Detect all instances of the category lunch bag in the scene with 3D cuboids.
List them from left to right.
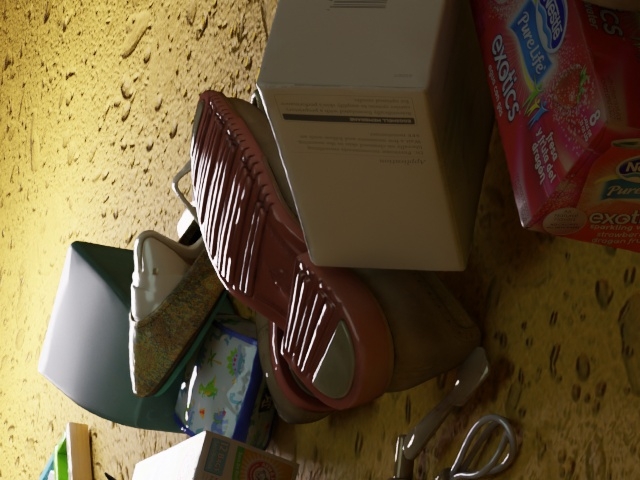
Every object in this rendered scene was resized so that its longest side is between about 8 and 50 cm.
[{"bbox_3d":[-0.087,0.149,2.050,0.151,0.096,0.128,-144,67,-76],"label":"lunch bag"}]

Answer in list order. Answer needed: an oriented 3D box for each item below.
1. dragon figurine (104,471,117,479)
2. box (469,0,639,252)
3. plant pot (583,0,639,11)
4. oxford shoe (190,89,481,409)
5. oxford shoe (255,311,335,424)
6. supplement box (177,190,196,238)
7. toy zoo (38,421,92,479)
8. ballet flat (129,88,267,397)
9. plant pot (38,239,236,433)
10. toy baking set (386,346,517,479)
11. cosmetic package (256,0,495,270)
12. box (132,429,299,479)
[{"bbox_3d":[-0.182,0.374,2.183,0.144,0.085,0.289,132,142,-51],"label":"dragon figurine"},{"bbox_3d":[0.205,-0.128,1.442,0.122,0.128,0.257,124,149,-42],"label":"box"},{"bbox_3d":[0.227,-0.313,1.305,0.323,0.323,0.280,-106,19,-48],"label":"plant pot"},{"bbox_3d":[0.000,0.000,1.774,0.397,0.146,0.140,57,144,40],"label":"oxford shoe"},{"bbox_3d":[-0.022,0.009,1.933,0.130,0.123,0.348,133,144,-62],"label":"oxford shoe"},{"bbox_3d":[-0.131,-0.030,2.313,0.062,0.036,0.098,-107,36,-48],"label":"supplement box"},{"bbox_3d":[-0.366,0.405,2.678,0.192,0.030,0.293,-100,30,-41],"label":"toy zoo"},{"bbox_3d":[-0.121,-0.006,2.034,0.348,0.123,0.123,-55,25,1],"label":"ballet flat"},{"bbox_3d":[-0.188,0.125,2.225,0.234,0.165,0.165,38,115,59],"label":"plant pot"},{"bbox_3d":[0.105,0.222,1.654,0.197,0.030,0.256,-19,62,61],"label":"toy baking set"},{"bbox_3d":[0.057,-0.130,1.599,0.224,0.138,0.224,75,-157,-51],"label":"cosmetic package"},{"bbox_3d":[-0.117,0.271,1.968,0.203,0.103,0.114,-32,40,61],"label":"box"}]
